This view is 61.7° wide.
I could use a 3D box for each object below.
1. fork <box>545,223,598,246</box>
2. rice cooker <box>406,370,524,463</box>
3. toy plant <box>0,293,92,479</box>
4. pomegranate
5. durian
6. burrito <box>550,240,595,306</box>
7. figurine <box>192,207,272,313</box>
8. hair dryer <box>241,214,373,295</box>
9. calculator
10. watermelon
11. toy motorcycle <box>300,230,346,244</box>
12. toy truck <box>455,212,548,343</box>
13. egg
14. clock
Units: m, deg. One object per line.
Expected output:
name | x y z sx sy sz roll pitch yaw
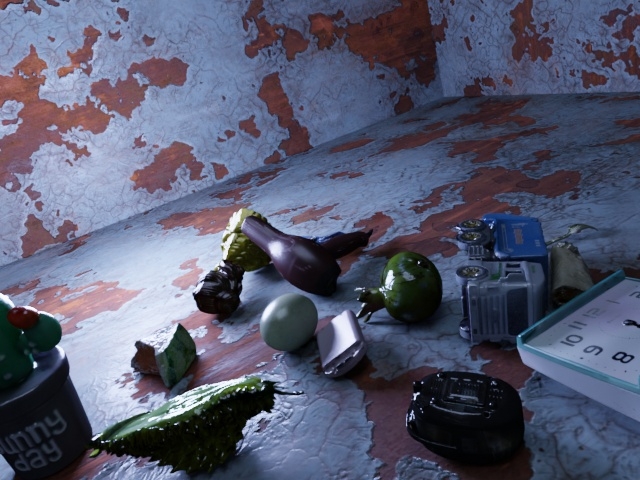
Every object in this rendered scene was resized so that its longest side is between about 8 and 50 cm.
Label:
fork | 0.547 -0.003 1.259 0.220 0.028 0.034 -18 25 -7
rice cooker | 0.207 0.251 0.773 0.165 0.106 0.112 4 31 19
toy plant | -0.550 0.228 0.951 0.280 0.400 0.185 -3 27 29
pomegranate | 0.161 0.105 1.134 0.191 0.131 0.152 -17 23 19
durian | -0.201 0.312 0.900 0.375 0.106 0.132 -17 19 1
burrito | 0.498 0.070 1.067 0.087 0.060 0.226 0 25 19
figurine | -0.248 0.075 1.462 0.168 0.187 0.315 26 40 4
hair dryer | 0.000 0.000 1.447 0.341 0.123 0.313 -22 47 -41
calculator | 0.039 0.201 1.065 0.100 0.032 0.175 -40 19 9
watermelon | -0.350 0.243 1.201 0.158 0.097 0.121 -1 25 43
toy motorcycle | -0.022 0.016 1.565 0.205 0.076 0.114 -10 15 13
toy truck | 0.363 0.058 1.082 0.175 0.146 0.367 -3 24 19
egg | -0.065 0.171 1.141 0.114 0.114 0.152 -4 22 29
clock | 0.479 0.160 0.810 0.262 0.116 0.231 -24 18 -23
